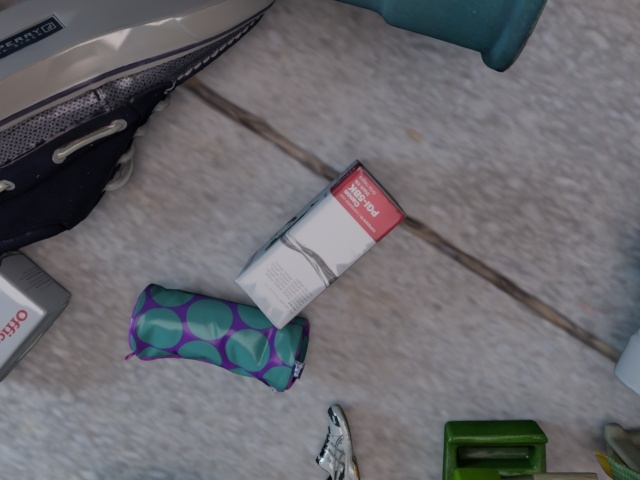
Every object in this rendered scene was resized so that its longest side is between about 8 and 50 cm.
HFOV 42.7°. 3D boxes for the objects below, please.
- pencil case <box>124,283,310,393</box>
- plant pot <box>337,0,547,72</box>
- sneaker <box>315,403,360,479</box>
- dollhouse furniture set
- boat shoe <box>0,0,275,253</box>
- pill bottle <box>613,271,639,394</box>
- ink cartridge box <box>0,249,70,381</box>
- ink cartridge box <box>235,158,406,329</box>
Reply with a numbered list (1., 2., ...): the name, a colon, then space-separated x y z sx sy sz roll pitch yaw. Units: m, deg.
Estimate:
1. pencil case: -0.087 0.086 0.708 0.152 0.064 0.070 14 87 0
2. plant pot: -0.011 -0.306 0.514 0.334 0.341 0.341 11 99 3
3. sneaker: 0.012 0.190 0.738 0.037 0.032 0.083 -10 98 3
4. dollhouse furniture set: 0.255 0.248 0.658 0.302 0.197 0.151 -1 97 2
5. boat shoe: -0.178 -0.117 0.665 0.341 0.127 0.158 -27 141 -14
6. pill bottle: 0.358 0.005 0.633 0.169 0.169 0.301 26 99 -3
7. ink cartridge box: -0.314 0.046 0.708 0.150 0.063 0.109 41 97 -5
8. ink cartridge box: 0.000 0.000 0.675 0.135 0.099 0.056 -42 96 6
